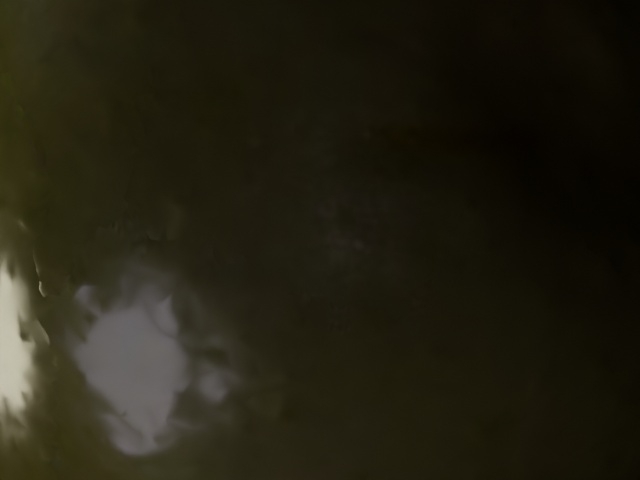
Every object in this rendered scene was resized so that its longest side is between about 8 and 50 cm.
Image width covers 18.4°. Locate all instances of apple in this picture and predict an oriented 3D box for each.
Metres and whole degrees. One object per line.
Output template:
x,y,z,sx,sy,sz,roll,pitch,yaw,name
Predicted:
0.007,0.010,0.605,0.233,0.258,0.295,-111,31,-42,apple
